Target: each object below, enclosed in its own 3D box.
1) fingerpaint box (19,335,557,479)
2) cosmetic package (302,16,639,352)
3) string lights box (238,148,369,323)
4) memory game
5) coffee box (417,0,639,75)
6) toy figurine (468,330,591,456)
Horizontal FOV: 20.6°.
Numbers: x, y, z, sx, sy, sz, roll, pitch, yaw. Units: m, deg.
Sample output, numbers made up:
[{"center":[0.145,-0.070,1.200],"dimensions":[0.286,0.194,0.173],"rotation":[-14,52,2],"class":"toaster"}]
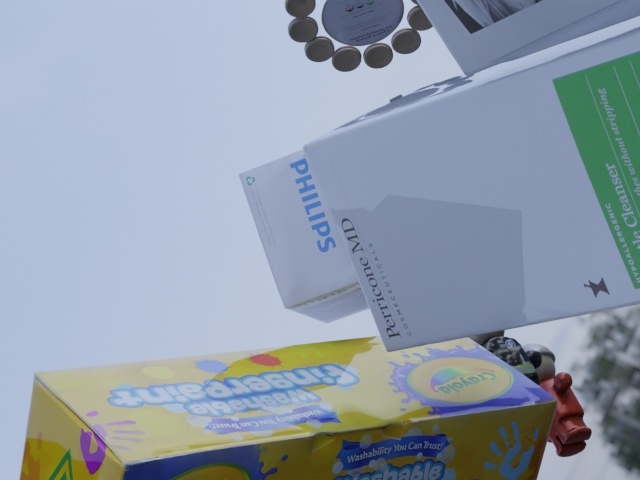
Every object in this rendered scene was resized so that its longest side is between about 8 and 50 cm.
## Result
[{"center":[-0.045,0.286,1.522],"dimensions":[0.445,0.163,0.371],"rotation":[-5,-65,-36],"class":"fingerpaint box"},{"center":[0.185,-0.050,1.348],"dimensions":[0.155,0.365,0.197],"rotation":[-30,-82,-44],"class":"cosmetic package"},{"center":[0.000,0.000,1.684],"dimensions":[0.076,0.133,0.259],"rotation":[-20,-8,6],"class":"string lights box"},{"center":[0.050,-0.270,2.069],"dimensions":[0.186,0.186,0.012],"rotation":[98,167,-45],"class":"memory game"},{"center":[0.198,-0.383,1.225],"dimensions":[0.334,0.338,0.338],"rotation":[53,-141,-27],"class":"coffee box"},{"center":[0.176,0.190,1.997],"dimensions":[0.209,0.148,0.213],"rotation":[-37,-38,15],"class":"toy figurine"}]
